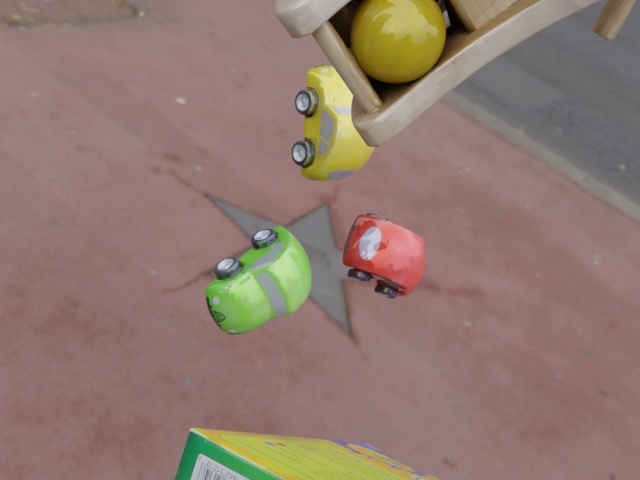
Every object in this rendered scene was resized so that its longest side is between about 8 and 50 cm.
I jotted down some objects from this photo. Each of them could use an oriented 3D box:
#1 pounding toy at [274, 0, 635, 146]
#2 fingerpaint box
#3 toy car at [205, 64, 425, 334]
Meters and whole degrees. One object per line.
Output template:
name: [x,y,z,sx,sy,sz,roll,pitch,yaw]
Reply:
pounding toy: [0.125,-0.129,0.459,0.155,0.269,0.154,53,2,-28]
fingerpaint box: [0.094,0.379,1.176,0.445,0.163,0.371,17,-1,39]
toy car: [0.000,0.000,0.834,0.053,0.239,0.225,9,42,45]
